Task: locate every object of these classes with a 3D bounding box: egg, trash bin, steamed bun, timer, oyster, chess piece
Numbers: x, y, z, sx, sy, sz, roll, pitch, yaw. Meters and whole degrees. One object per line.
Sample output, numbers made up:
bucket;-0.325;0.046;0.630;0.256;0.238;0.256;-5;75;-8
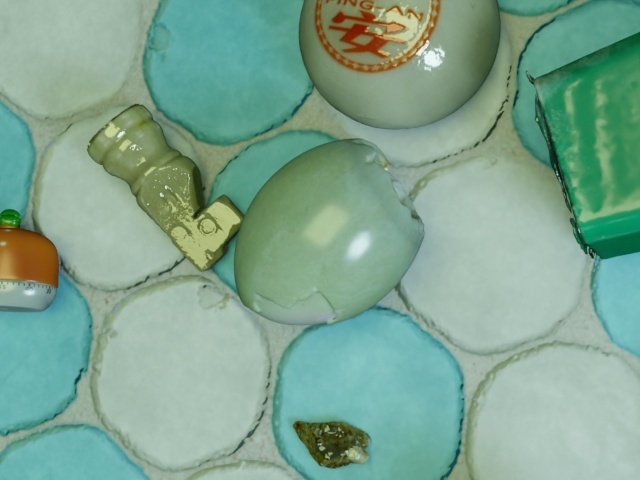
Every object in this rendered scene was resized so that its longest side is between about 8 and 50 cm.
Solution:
egg;0.000;0.000;1.477;0.217;0.183;0.183;-32;75;8
trash bin;0.416;-0.142;1.355;0.381;0.259;0.295;-18;77;15
steamed bun;0.082;-0.243;1.512;0.232;0.145;0.232;-2;81;14
timer;-0.375;0.023;1.617;0.136;0.099;0.136;0;86;3
oyster;0.010;0.228;1.518;0.093;0.034;0.051;-1;74;19
chess piece;-0.176;-0.060;1.595;0.090;0.090;0.200;-43;84;5
